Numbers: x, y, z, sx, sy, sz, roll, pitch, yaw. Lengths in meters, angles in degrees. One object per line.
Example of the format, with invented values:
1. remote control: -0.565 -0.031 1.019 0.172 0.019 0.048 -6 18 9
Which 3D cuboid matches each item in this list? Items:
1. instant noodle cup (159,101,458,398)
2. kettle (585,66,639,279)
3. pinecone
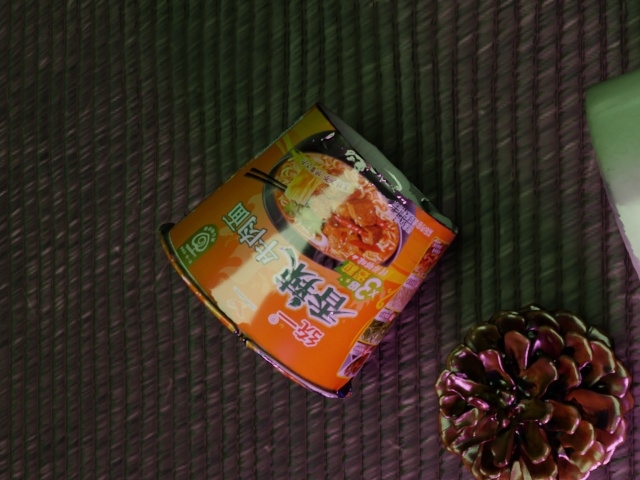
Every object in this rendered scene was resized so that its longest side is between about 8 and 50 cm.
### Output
1. instant noodle cup: 0.000 0.000 1.138 0.182 0.230 0.230 -48 69 8
2. kettle: 0.435 -0.024 0.909 0.377 0.250 0.361 -24 98 23
3. pinecone: 0.169 0.136 1.063 0.163 0.165 0.163 1 92 32
